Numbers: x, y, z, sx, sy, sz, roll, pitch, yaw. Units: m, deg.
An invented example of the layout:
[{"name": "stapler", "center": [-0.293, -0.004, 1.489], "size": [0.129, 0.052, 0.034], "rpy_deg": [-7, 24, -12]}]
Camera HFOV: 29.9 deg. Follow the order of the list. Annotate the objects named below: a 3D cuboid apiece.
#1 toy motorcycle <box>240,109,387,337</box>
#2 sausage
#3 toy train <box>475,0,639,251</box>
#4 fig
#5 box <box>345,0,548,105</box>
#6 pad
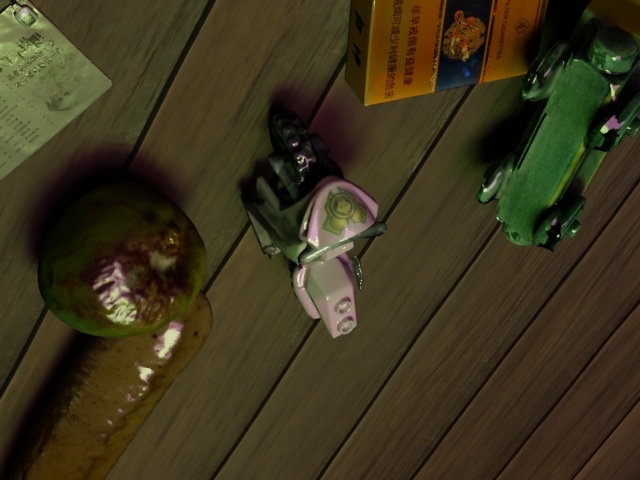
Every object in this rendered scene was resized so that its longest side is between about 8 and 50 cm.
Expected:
[{"name": "toy motorcycle", "center": [0.000, 0.000, 1.481], "size": [0.143, 0.188, 0.327], "rpy_deg": [-25, 137, -17]}, {"name": "sausage", "center": [-0.303, 0.240, 1.576], "size": [0.501, 0.123, 0.136], "rpy_deg": [-55, 168, 22]}, {"name": "toy train", "center": [0.330, -0.152, 1.542], "size": [0.237, 0.150, 0.369], "rpy_deg": [-49, 166, -38]}, {"name": "fig", "center": [-0.237, 0.029, 1.394], "size": [0.191, 0.181, 0.181], "rpy_deg": [-16, 141, 21]}, {"name": "box", "center": [0.152, -0.256, 1.426], "size": [0.237, 0.070, 0.152], "rpy_deg": [-15, 134, -20]}, {"name": "pad", "center": [-0.366, -0.129, 1.287], "size": [0.265, 0.009, 0.159], "rpy_deg": [-38, 137, 7]}]
